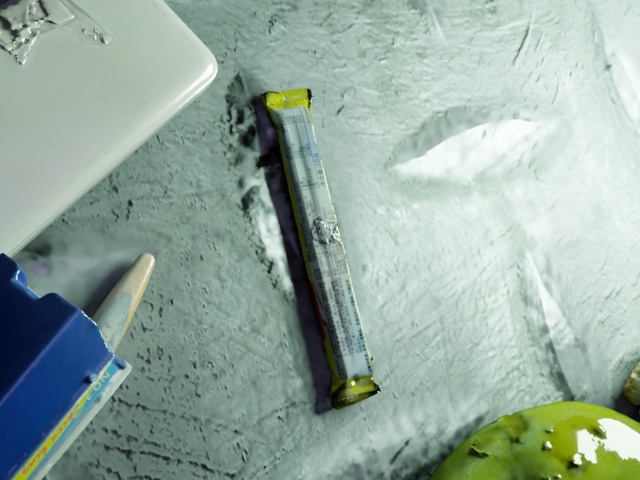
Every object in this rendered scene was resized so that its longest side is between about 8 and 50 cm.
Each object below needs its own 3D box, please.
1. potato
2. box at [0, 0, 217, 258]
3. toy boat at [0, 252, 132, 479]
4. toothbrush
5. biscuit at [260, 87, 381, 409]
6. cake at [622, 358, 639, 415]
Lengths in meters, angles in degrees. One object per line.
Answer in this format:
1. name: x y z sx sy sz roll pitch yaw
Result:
1. potato: 0.187 0.236 0.483 0.253 0.148 0.186 -8 65 -16
2. box: -0.217 -0.100 0.445 0.142 0.044 0.285 46 65 -10
3. toy boat: -0.250 0.153 0.341 0.129 0.088 0.295 26 67 28
4. toothbrush: -0.206 0.169 0.393 0.028 0.037 0.375 31 65 -17
5. biscuit: 0.000 0.000 0.522 0.048 0.026 0.291 -10 81 -21
6. cake: 0.406 0.209 0.598 0.090 0.109 0.225 -22 86 -26
